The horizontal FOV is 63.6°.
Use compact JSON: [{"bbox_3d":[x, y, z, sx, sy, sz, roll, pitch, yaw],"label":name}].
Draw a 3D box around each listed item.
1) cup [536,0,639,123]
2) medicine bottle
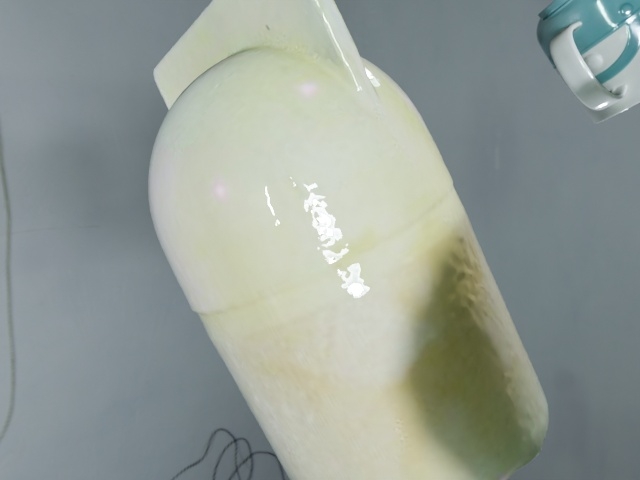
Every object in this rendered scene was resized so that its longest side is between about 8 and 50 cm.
[{"bbox_3d":[0.528,-0.355,0.947,0.290,0.219,0.257,-42,95,-30],"label":"cup"},{"bbox_3d":[0.000,0.000,0.432,0.236,0.236,0.406,-34,102,-44],"label":"medicine bottle"}]
